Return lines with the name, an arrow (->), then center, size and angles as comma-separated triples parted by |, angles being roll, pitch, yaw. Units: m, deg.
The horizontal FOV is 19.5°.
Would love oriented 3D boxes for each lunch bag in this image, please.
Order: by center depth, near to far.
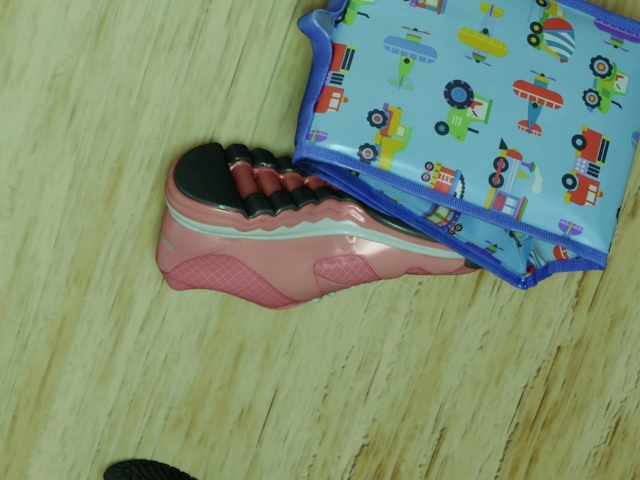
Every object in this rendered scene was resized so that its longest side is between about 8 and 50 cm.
lunch bag -> 0.113, -0.120, 1.549 | 0.293, 0.138, 0.221 | 24, 70, -21

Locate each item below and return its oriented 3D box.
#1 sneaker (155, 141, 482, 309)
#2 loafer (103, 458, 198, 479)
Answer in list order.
sneaker -> 0.000, 0.000, 1.633 | 0.314, 0.116, 0.136 | 7, 129, -22
loafer -> -0.111, 0.271, 1.703 | 0.220, 0.080, 0.078 | 28, 100, -27
